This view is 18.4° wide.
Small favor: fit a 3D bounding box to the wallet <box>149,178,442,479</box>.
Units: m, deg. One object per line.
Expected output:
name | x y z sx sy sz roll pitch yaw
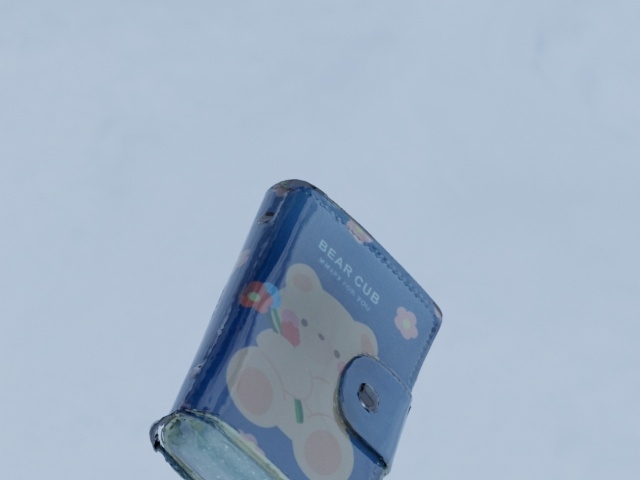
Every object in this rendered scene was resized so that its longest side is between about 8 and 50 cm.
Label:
wallet | -0.009 0.077 1.117 0.059 0.141 0.202 -32 24 38
